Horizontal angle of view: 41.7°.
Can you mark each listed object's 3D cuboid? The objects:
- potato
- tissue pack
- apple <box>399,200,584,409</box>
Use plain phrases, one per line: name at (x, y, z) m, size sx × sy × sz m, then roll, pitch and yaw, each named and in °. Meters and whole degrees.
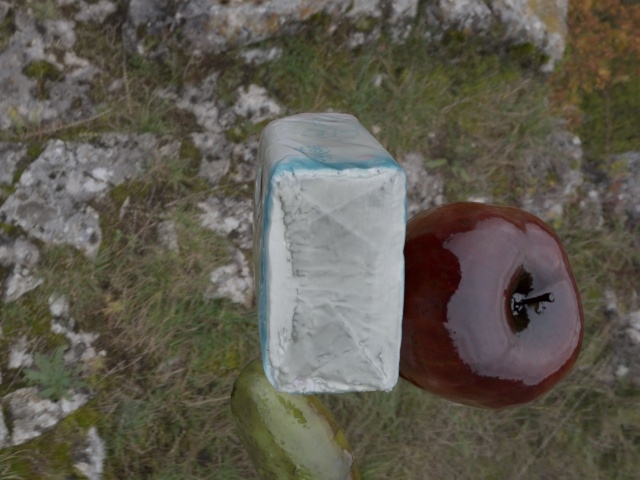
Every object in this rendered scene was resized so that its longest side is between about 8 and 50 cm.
potato at (-0.035, 0.311, 1.275) m, size 0.141 × 0.176 × 0.298 m, roll -30°, pitch 101°, yaw -41°
tissue pack at (0.000, -0.002, 0.776) m, size 0.124 × 0.271 × 0.201 m, roll 3°, pitch 106°, yaw -6°
apple at (0.157, 0.065, 0.890) m, size 0.234 × 0.234 × 0.234 m, roll 9°, pitch 71°, yaw -26°
